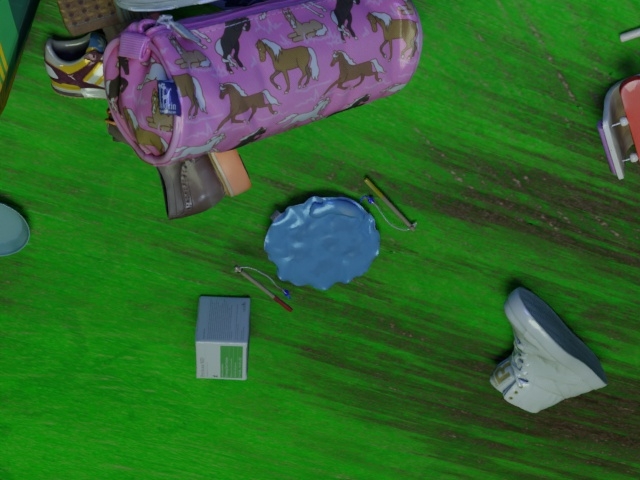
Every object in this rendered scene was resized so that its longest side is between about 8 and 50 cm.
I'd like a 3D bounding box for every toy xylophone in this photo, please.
[{"bbox_3d":[0.525,-0.206,1.567,0.323,0.081,0.236,-23,131,20],"label":"toy xylophone"}]

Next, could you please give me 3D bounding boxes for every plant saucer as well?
[{"bbox_3d":[-0.503,-0.024,1.765,0.119,0.021,0.119,0,135,0],"label":"plant saucer"}]

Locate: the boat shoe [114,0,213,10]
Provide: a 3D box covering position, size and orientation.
[{"bbox_3d":[-0.126,-0.304,1.276,0.228,0.079,0.081,-14,166,-14],"label":"boat shoe"}]

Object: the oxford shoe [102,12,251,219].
[{"bbox_3d":[-0.224,-0.192,1.454,0.133,0.130,0.363,-30,105,-5],"label":"oxford shoe"}]

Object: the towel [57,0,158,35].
[{"bbox_3d":[-0.131,-0.372,1.266,0.370,0.040,0.271,-17,146,-7],"label":"towel"}]

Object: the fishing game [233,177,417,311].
[{"bbox_3d":[0.000,0.000,1.792,0.264,0.041,0.189,-37,126,20],"label":"fishing game"}]

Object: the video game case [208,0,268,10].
[{"bbox_3d":[-0.088,-0.413,1.333,0.300,0.036,0.329,16,133,-34],"label":"video game case"}]

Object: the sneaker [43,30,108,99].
[{"bbox_3d":[-0.272,-0.234,1.526,0.186,0.069,0.084,-3,140,0],"label":"sneaker"}]

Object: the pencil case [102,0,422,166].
[{"bbox_3d":[-0.060,-0.212,1.379,0.386,0.160,0.167,-20,170,-33],"label":"pencil case"}]

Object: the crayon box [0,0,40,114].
[{"bbox_3d":[-0.526,-0.317,1.378,0.363,0.106,0.313,23,130,-11],"label":"crayon box"}]

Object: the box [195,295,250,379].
[{"bbox_3d":[-0.161,0.161,1.903,0.087,0.102,0.101,3,136,-2],"label":"box"}]

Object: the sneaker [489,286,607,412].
[{"bbox_3d":[0.349,0.202,1.956,0.169,0.108,0.292,-30,130,22],"label":"sneaker"}]
